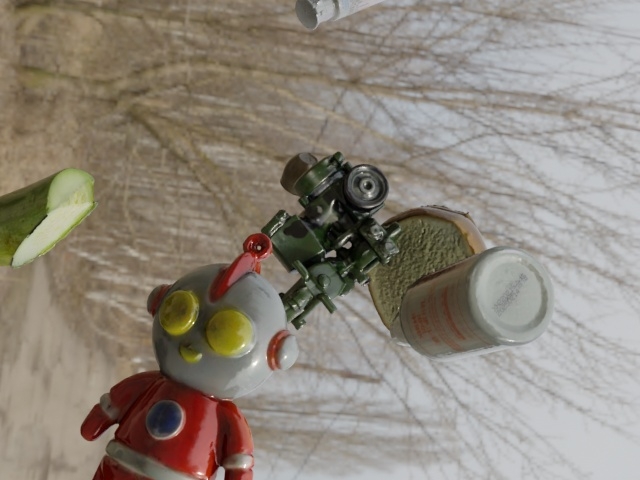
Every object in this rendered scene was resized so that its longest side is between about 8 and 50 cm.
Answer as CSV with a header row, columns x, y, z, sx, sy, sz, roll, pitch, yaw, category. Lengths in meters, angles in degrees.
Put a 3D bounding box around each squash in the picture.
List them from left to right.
x,y,z,sx,sy,sz,roll,pitch,yaw,category
-0.311,-0.008,0.933,0.075,0.200,0.090,59,34,-23,squash

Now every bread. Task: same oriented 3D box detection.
x,y,z,sx,sy,sz,roll,pitch,yaw,category
0.176,0.054,1.494,0.070,0.236,0.236,-25,134,-53,bread

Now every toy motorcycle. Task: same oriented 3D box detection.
x,y,z,sx,sy,sz,roll,pitch,yaw,category
0.000,0.000,1.429,0.205,0.275,0.127,51,-13,6,toy motorcycle

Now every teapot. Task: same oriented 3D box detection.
x,y,z,sx,sy,sz,roll,pitch,yaw,category
-0.019,-0.121,1.695,0.085,0.110,0.080,62,-42,42,teapot

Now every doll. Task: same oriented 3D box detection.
x,y,z,sx,sy,sz,roll,pitch,yaw,category
-0.090,0.106,0.668,0.245,0.142,0.076,-67,161,-7,doll

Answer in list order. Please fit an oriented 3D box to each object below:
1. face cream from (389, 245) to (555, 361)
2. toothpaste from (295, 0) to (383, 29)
x,y,z,sx,sy,sz,roll,pitch,yaw,category
0.140,0.079,1.000,0.252,0.101,0.101,149,-52,-64,face cream
0.064,-0.402,1.467,0.057,0.234,0.089,3,-58,57,toothpaste
